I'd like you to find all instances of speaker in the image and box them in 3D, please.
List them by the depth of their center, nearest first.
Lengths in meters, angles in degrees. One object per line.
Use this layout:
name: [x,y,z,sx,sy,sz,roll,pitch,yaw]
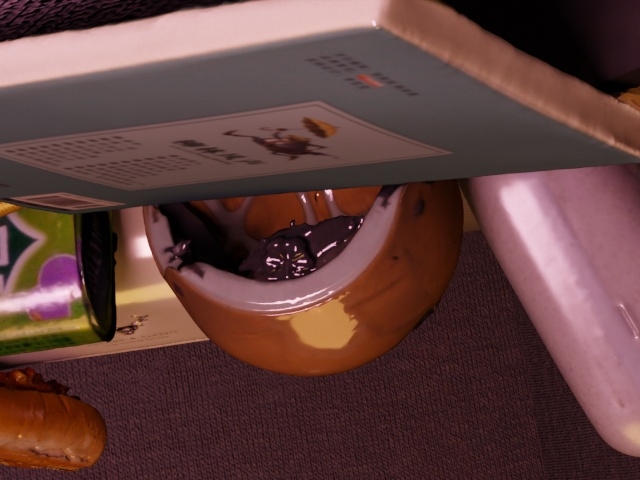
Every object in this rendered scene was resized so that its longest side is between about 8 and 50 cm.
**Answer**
speaker: [0.128,-0.111,0.740,0.044,0.082,0.218,-8,174,-32]

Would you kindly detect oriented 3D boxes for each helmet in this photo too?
helmet: [0.000,0.000,0.930,0.198,0.130,0.224,-17,-150,8]

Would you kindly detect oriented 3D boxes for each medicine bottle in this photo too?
medicine bottle: [0.193,0.001,1.092,0.123,0.282,0.375,-31,-178,10]

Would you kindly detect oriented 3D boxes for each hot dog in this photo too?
hot dog: [-0.251,0.133,1.172,0.102,0.076,0.249,-3,166,29]

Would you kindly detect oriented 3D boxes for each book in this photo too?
book: [-0.064,-0.054,0.737,0.379,0.031,0.264,-4,170,32]

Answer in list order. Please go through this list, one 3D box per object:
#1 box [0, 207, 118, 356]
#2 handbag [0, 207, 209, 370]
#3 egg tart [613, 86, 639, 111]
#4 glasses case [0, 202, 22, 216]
box: [-0.314,0.026,1.036,0.346,0.134,0.097,-7,156,3]
handbag: [-0.156,0.008,1.202,0.359,0.160,0.237,-10,169,3]
egg tart: [0.318,-0.109,0.858,0.352,0.150,0.352,-12,180,0]
glasses case: [-0.285,-0.024,0.961,0.234,0.064,0.079,-11,-165,0]
